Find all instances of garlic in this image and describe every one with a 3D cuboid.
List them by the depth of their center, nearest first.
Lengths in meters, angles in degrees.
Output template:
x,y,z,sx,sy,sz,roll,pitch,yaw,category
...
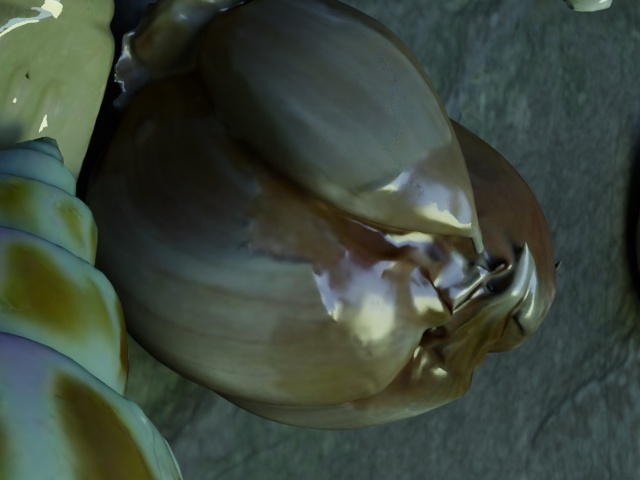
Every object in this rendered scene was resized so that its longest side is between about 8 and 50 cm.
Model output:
x,y,z,sx,sy,sz,roll,pitch,yaw,category
0.000,0.000,0.712,0.160,0.191,0.214,-40,157,1,garlic

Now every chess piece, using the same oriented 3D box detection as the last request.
x,y,z,sx,sy,sz,roll,pitch,yaw,category
-0.118,-0.070,0.641,0.090,0.090,0.200,7,99,-47,chess piece

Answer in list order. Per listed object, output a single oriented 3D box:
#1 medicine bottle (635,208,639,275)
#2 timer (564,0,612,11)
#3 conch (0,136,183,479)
x,y,z,sx,sy,sz,roll,pitch,yaw,category
0.312,0.001,1.054,0.247,0.147,0.147,-1,93,-48,medicine bottle
0.125,-0.251,0.856,0.175,0.175,0.266,-63,148,-23,timer
-0.149,0.133,0.526,0.368,0.197,0.249,-46,153,-26,conch
